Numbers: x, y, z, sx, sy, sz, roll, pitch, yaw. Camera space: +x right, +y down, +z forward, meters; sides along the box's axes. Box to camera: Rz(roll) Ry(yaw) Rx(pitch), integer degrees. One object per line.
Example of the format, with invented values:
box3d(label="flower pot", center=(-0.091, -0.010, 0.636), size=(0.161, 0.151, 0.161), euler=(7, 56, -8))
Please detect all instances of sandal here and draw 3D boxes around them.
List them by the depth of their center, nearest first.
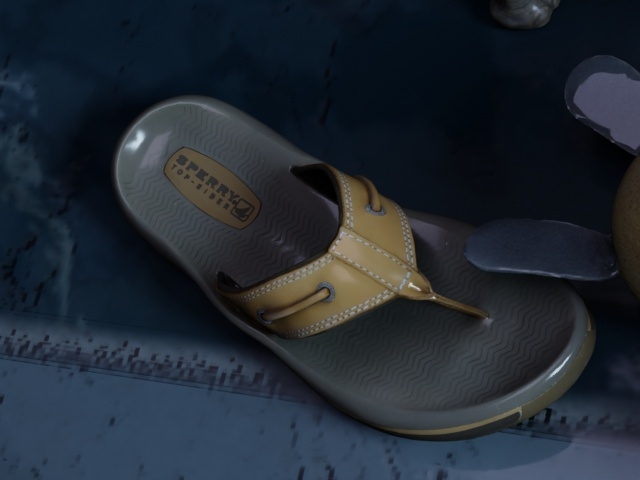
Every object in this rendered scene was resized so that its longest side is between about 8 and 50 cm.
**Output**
box3d(label="sandal", center=(0.000, 0.000, 0.656), size=(0.219, 0.060, 0.090), euler=(36, 80, 28))

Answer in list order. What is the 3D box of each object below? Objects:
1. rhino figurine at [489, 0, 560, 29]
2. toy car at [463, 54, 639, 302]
box3d(label="rhino figurine", center=(0.144, -0.193, 0.675), size=(0.243, 0.106, 0.073), euler=(-40, 61, -3))
box3d(label="toy car", center=(0.145, -0.015, 0.582), size=(0.188, 0.149, 0.155), euler=(18, 60, 36))
